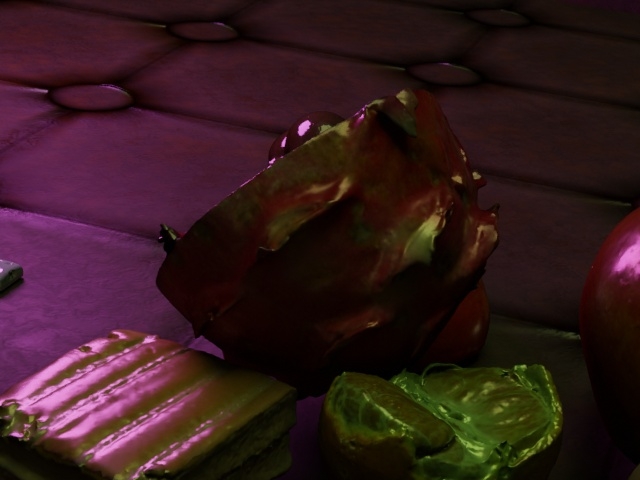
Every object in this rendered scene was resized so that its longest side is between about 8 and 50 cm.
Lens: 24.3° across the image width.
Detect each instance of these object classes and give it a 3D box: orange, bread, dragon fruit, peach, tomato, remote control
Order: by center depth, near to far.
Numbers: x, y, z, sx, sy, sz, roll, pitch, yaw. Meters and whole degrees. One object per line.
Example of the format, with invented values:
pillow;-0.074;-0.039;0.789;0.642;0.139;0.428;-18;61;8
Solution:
orange;0.113;0.201;1.406;0.237;0.158;0.179;-6;19;-33
bread;-0.187;0.193;1.424;0.239;0.111;0.246;17;28;31
dragon fruit;0.033;0.024;1.529;0.371;0.386;0.249;-28;79;-33
peach;0.409;0.107;1.540;0.308;0.308;0.332;9;51;8
tomato;0.097;0.048;1.789;0.200;0.139;0.233;-8;26;-14
remote control;-0.455;0.026;1.856;0.162;0.029;0.061;12;26;15

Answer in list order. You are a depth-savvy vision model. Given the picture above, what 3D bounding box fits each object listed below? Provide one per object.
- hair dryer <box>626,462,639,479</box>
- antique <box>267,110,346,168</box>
hair dryer;0.237;0.295;1.332;0.344;0.106;0.189;-8;27;-8
antique;-0.008;-0.101;2.040;0.121;0.143;0.257;-12;2;-8
